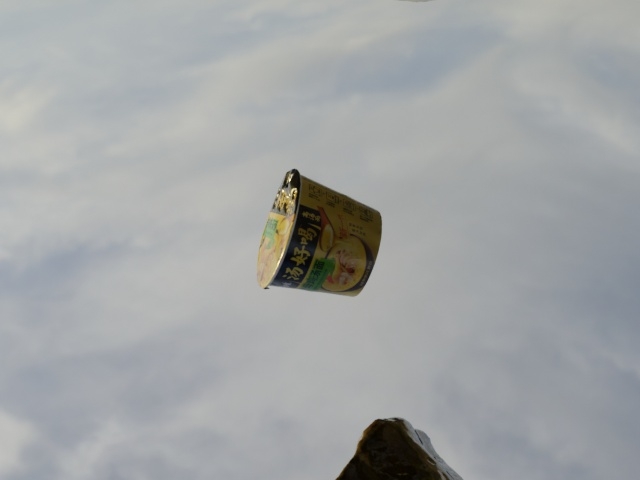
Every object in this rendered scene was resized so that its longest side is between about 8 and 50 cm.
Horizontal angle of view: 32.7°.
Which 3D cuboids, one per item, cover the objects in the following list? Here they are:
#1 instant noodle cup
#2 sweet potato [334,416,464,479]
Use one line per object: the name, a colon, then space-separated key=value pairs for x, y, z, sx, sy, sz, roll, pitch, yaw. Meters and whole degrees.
instant noodle cup: x=0.000 y=0.000 z=1.334 sx=0.122 sy=0.151 sz=0.151 roll=15 pitch=-160 yaw=-12
sweet potato: x=0.085 y=0.275 z=0.702 sx=0.158 sy=0.158 sz=0.369 roll=-9 pitch=-141 yaw=-14
